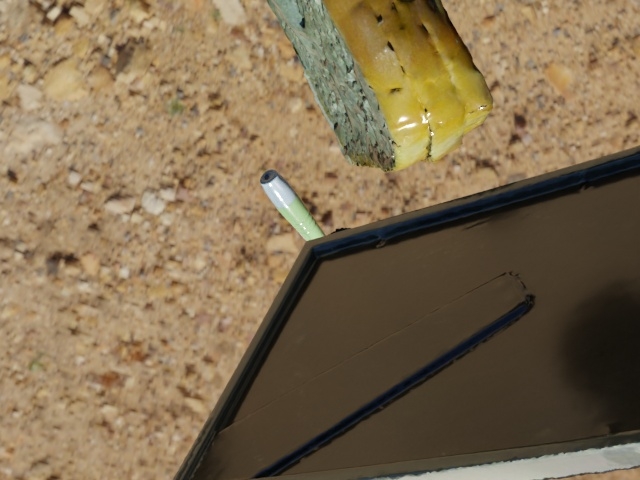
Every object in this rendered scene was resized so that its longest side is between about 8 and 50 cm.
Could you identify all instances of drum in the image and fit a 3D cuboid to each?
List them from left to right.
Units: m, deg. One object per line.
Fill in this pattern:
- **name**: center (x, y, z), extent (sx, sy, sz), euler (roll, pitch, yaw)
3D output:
- **drum**: center (-0.014, 0.015, 1.426), extent (0.253, 0.049, 0.130), euler (32, 106, -37)

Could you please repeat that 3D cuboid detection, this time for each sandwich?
- **sandwich**: center (0.016, -0.198, 0.910), extent (0.099, 0.271, 0.301), euler (-28, 98, -3)

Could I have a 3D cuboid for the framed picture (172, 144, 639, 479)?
- **framed picture**: center (0.061, 0.034, 0.497), extent (0.260, 0.189, 0.023), euler (-17, 122, 36)
